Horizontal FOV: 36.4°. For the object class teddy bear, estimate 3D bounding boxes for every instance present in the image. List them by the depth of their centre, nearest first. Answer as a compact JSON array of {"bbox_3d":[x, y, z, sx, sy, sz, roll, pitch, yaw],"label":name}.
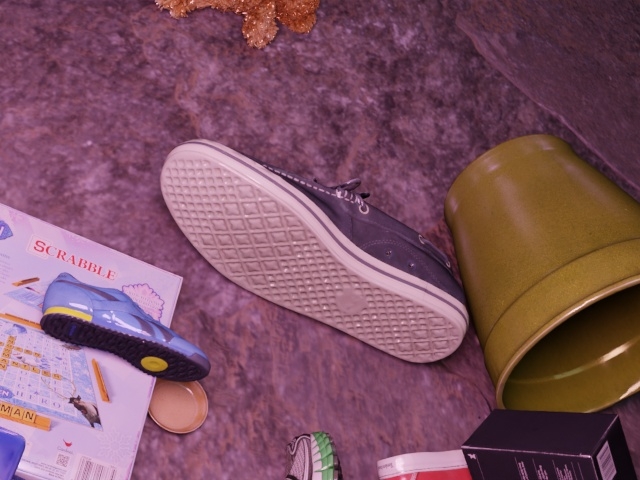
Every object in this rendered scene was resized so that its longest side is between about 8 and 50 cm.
[{"bbox_3d":[-0.138,-0.447,1.642,0.338,0.113,0.245,16,53,-24],"label":"teddy bear"}]

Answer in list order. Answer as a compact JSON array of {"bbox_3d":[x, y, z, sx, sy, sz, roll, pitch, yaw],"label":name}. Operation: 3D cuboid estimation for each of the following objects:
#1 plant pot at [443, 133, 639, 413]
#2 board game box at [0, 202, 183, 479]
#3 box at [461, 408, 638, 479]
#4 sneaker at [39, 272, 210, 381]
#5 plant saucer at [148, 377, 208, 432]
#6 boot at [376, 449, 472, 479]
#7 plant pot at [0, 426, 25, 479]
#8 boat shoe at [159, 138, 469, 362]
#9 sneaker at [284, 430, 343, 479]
[{"bbox_3d":[0.364,0.034,1.500,0.367,0.366,0.353,3,46,-32],"label":"plant pot"},{"bbox_3d":[-0.344,0.122,1.122,0.319,0.066,0.318,25,48,-18],"label":"board game box"},{"bbox_3d":[0.315,0.354,1.248,0.103,0.184,0.261,-36,112,-46],"label":"box"},{"bbox_3d":[-0.218,0.097,1.131,0.209,0.069,0.082,25,44,-18],"label":"sneaker"},{"bbox_3d":[-0.181,0.203,1.209,0.083,0.015,0.083,18,50,-23],"label":"plant saucer"},{"bbox_3d":[0.189,0.370,1.301,0.244,0.088,0.176,3,68,-36],"label":"boot"},{"bbox_3d":[-0.426,0.261,0.858,0.236,0.236,0.212,25,54,-17],"label":"plant pot"},{"bbox_3d":[0.000,0.000,1.371,0.500,0.187,0.156,30,42,-20],"label":"boat shoe"},{"bbox_3d":[-0.046,0.339,1.102,0.146,0.134,0.343,-1,26,9],"label":"sneaker"}]
